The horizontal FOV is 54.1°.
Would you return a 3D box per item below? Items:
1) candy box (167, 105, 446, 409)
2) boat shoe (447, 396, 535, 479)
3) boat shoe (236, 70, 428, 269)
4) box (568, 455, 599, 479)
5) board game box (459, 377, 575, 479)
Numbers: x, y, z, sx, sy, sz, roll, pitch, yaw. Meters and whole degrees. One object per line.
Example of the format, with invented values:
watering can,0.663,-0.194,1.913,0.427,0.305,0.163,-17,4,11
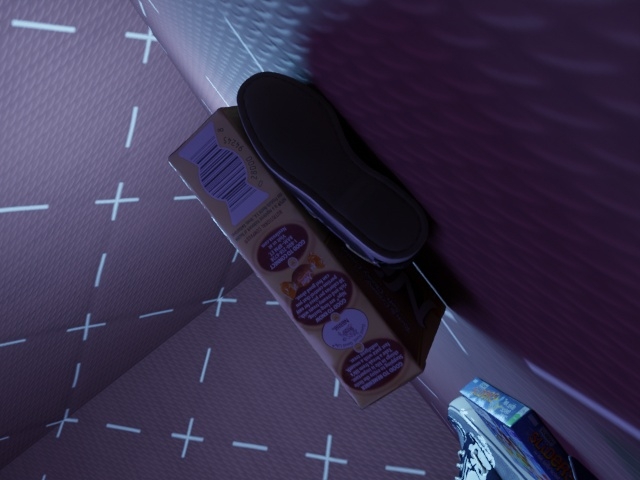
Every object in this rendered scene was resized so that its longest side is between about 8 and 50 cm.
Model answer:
candy box,0.000,0.000,0.679,0.317,0.087,0.183,53,-157,0
boat shoe,0.276,0.411,1.112,0.127,0.158,0.340,53,176,-17
boat shoe,0.005,-0.061,0.580,0.228,0.081,0.069,48,171,15
box,0.263,0.276,0.462,0.225,0.036,0.136,46,-163,5
board game box,0.262,0.258,0.815,0.136,0.035,0.201,52,176,-2
